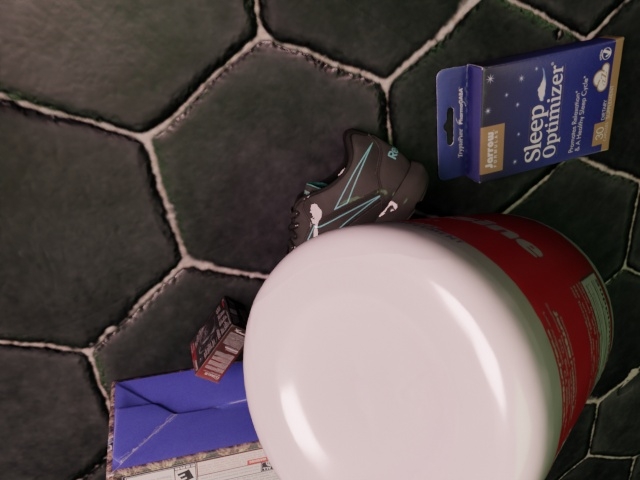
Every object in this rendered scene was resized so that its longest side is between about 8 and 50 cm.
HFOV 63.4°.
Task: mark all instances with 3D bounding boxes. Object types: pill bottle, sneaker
[{"bbox_3d":[0.142,0.088,0.498,0.408,0.229,0.229,-7,123,-54],"label":"pill bottle"},{"bbox_3d":[0.000,0.000,0.575,0.106,0.101,0.267,36,95,-15],"label":"sneaker"}]

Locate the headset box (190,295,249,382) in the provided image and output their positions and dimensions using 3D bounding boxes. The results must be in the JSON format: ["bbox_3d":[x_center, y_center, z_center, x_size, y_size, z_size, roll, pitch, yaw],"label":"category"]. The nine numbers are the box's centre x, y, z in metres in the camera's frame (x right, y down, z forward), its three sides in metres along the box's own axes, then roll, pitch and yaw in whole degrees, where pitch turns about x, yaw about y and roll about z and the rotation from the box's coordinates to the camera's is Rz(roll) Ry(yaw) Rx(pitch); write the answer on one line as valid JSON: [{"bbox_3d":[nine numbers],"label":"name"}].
[{"bbox_3d":[-0.117,0.116,0.595,0.032,0.062,0.083,30,102,-29],"label":"headset box"}]

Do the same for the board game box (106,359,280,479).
[{"bbox_3d":[-0.124,0.312,0.644,0.232,0.141,0.291,-5,117,-18],"label":"board game box"}]

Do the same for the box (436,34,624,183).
[{"bbox_3d":[0.245,-0.150,0.609,0.225,0.036,0.136,-15,119,-11],"label":"box"}]
